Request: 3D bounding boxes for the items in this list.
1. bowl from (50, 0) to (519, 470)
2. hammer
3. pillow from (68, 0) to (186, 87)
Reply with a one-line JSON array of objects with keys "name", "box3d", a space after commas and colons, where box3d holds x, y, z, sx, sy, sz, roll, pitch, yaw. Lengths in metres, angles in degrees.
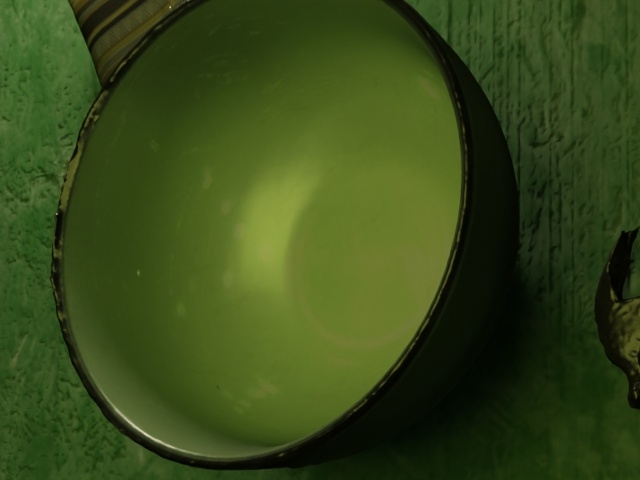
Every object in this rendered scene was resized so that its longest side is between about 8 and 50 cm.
[{"name": "bowl", "box3d": [0.000, 0.000, 1.402, 0.354, 0.185, 0.354, -11, 71, 33]}, {"name": "hammer", "box3d": [0.310, 0.005, 1.283, 0.297, 0.027, 0.125, -26, 65, 27]}, {"name": "pillow", "box3d": [-0.102, -0.175, 1.606, 0.208, 0.052, 0.212, -32, 62, 20]}]
